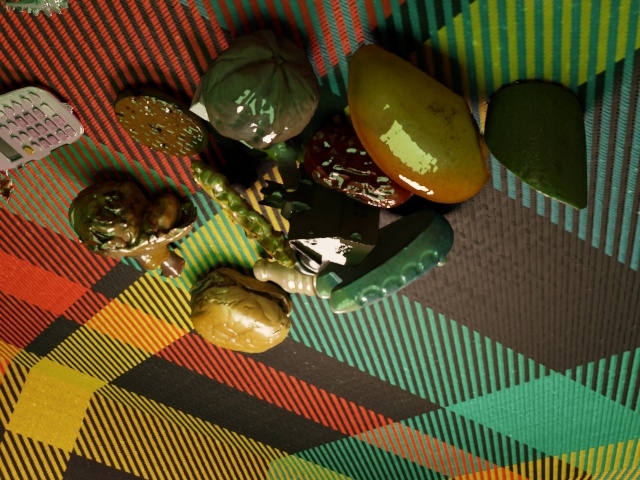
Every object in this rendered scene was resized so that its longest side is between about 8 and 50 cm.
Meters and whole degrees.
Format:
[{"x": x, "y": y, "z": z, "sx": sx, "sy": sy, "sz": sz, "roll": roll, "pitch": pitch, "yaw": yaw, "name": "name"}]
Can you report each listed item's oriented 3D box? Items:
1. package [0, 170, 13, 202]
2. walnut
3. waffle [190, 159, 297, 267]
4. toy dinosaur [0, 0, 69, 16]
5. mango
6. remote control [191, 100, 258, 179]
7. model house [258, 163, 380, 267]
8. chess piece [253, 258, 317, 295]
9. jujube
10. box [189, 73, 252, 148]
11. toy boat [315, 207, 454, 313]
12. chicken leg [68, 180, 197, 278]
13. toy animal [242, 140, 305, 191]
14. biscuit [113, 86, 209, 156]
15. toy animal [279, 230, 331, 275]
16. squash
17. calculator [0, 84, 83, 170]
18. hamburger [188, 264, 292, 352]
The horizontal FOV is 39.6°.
[{"x": -0.879, "y": -0.199, "z": 2.116, "sx": 0.288, "sy": 0.108, "sz": 0.223, "roll": 6, "pitch": 145, "yaw": -6, "name": "package"}, {"x": -0.109, "y": -0.269, "z": 1.614, "sx": 0.224, "sy": 0.224, "sz": 0.224, "roll": 10, "pitch": 149, "yaw": 6, "name": "walnut"}, {"x": -0.174, "y": -0.062, "z": 1.954, "sx": 0.307, "sy": 0.060, "sz": 0.312, "roll": 48, "pitch": 176, "yaw": -21, "name": "waffle"}, {"x": -0.510, "y": -0.446, "z": 1.622, "sx": 0.209, "sy": 0.039, "sz": 0.082, "roll": -4, "pitch": 147, "yaw": 28, "name": "toy dinosaur"}, {"x": 0.176, "y": -0.210, "z": 1.593, "sx": 0.350, "sy": 0.199, "sz": 0.201, "roll": 41, "pitch": 158, "yaw": -26, "name": "mango"}, {"x": -0.199, "y": -0.211, "z": 1.889, "sx": 0.063, "sy": 0.025, "sz": 0.245, "roll": 30, "pitch": 162, "yaw": 35, "name": "remote control"}, {"x": -0.015, "y": -0.062, "z": 1.896, "sx": 0.243, "sy": 0.211, "sz": 0.204, "roll": 14, "pitch": 148, "yaw": -11, "name": "model house"}, {"x": -0.026, "y": 0.088, "z": 2.268, "sx": 0.307, "sy": 0.124, "sz": 0.139, "roll": 8, "pitch": 180, "yaw": 16, "name": "chess piece"}, {"x": 0.085, "y": -0.155, "z": 1.775, "sx": 0.230, "sy": 0.155, "sz": 0.155, "roll": 19, "pitch": 151, "yaw": 9, "name": "jujube"}, {"x": -0.178, "y": -0.257, "z": 1.762, "sx": 0.154, "sy": 0.084, "sz": 0.040, "roll": 31, "pitch": 147, "yaw": -27, "name": "box"}, {"x": 0.153, "y": 0.061, "z": 1.966, "sx": 0.123, "sy": 0.330, "sz": 0.215, "roll": 58, "pitch": 171, "yaw": -17, "name": "toy boat"}, {"x": -0.415, "y": -0.015, "z": 2.208, "sx": 0.295, "sy": 0.182, "sz": 0.409, "roll": -15, "pitch": 146, "yaw": 14, "name": "chicken leg"}, {"x": -0.064, "y": -0.188, "z": 1.837, "sx": 0.155, "sy": 0.219, "sz": 0.095, "roll": -23, "pitch": 128, "yaw": -9, "name": "toy animal"}, {"x": -0.333, "y": -0.248, "z": 1.874, "sx": 0.212, "sy": 0.036, "sz": 0.212, "roll": 14, "pitch": 152, "yaw": 7, "name": "biscuit"}, {"x": 0.002, "y": -0.005, "z": 2.098, "sx": 0.146, "sy": 0.114, "sz": 0.245, "roll": 38, "pitch": 141, "yaw": -19, "name": "toy animal"}, {"x": 0.375, "y": -0.138, "z": 1.577, "sx": 0.189, "sy": 0.260, "sz": 0.189, "roll": 7, "pitch": 150, "yaw": 4, "name": "squash"}, {"x": -0.666, "y": -0.253, "z": 1.967, "sx": 0.294, "sy": 0.043, "sz": 0.194, "roll": -18, "pitch": 138, "yaw": 20, "name": "calculator"}, {"x": -0.232, "y": 0.202, "z": 2.481, "sx": 0.319, "sy": 0.158, "sz": 0.318, "roll": 11, "pitch": 148, "yaw": 7, "name": "hamburger"}]
